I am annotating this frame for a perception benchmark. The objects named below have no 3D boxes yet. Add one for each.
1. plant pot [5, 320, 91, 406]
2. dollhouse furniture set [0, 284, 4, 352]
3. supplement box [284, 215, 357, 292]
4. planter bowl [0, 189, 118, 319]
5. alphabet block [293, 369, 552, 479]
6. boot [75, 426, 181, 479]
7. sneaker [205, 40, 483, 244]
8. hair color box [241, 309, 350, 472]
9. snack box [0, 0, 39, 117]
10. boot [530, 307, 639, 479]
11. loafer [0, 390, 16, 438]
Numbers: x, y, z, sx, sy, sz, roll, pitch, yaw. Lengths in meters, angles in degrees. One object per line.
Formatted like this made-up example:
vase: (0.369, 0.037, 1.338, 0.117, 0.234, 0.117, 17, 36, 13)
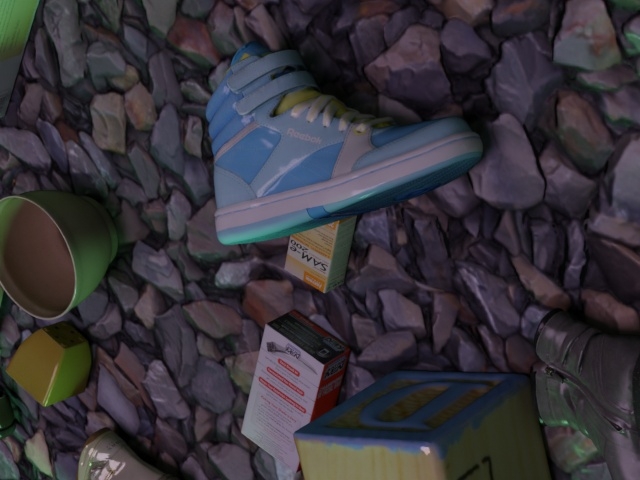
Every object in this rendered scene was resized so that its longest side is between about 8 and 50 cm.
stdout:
plant pot: (-0.351, 0.155, 2.119, 0.081, 0.081, 0.083, 39, 120, 22)
dollhouse furniture set: (-0.564, 0.100, 2.211, 0.355, 0.174, 0.303, 37, 130, 23)
supplement box: (0.000, 0.000, 1.769, 0.062, 0.036, 0.098, 29, 126, 29)
planter bowl: (-0.323, 0.005, 2.002, 0.162, 0.109, 0.162, 19, 120, 35)
alphabet block: (0.117, 0.261, 1.682, 0.193, 0.192, 0.197, -1, 107, 43)
boot: (-0.252, 0.372, 2.132, 0.165, 0.077, 0.213, 27, 122, 27)
sneaker: (0.005, -0.126, 1.655, 0.319, 0.127, 0.208, -16, 83, 29)
hair color box: (-0.030, 0.176, 1.865, 0.093, 0.053, 0.167, 34, 129, 27)
snack box: (-0.431, -0.259, 1.922, 0.060, 0.187, 0.322, 42, 131, 19)
boot: (0.286, 0.193, 1.593, 0.161, 0.083, 0.246, 14, 113, 45)
loafer: (-0.521, 0.203, 2.295, 0.220, 0.080, 0.078, 25, 119, 20)
